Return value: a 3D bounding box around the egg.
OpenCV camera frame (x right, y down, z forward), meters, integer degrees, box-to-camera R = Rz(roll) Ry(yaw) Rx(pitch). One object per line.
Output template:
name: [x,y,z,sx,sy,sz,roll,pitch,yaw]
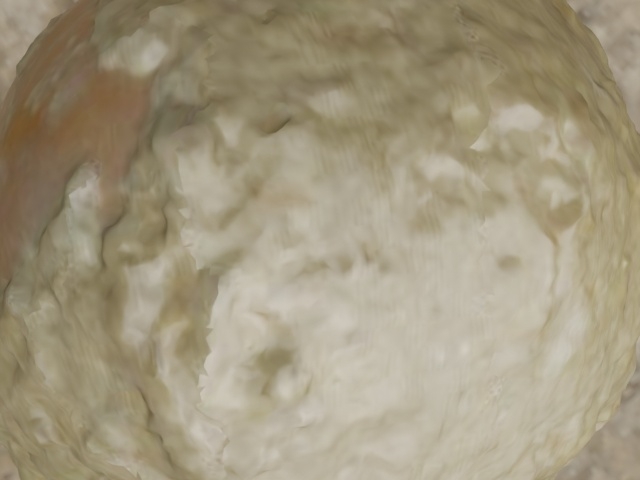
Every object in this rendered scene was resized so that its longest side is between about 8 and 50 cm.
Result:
egg: [0.000,0.000,0.711,0.279,0.279,0.310,-60,160,20]
